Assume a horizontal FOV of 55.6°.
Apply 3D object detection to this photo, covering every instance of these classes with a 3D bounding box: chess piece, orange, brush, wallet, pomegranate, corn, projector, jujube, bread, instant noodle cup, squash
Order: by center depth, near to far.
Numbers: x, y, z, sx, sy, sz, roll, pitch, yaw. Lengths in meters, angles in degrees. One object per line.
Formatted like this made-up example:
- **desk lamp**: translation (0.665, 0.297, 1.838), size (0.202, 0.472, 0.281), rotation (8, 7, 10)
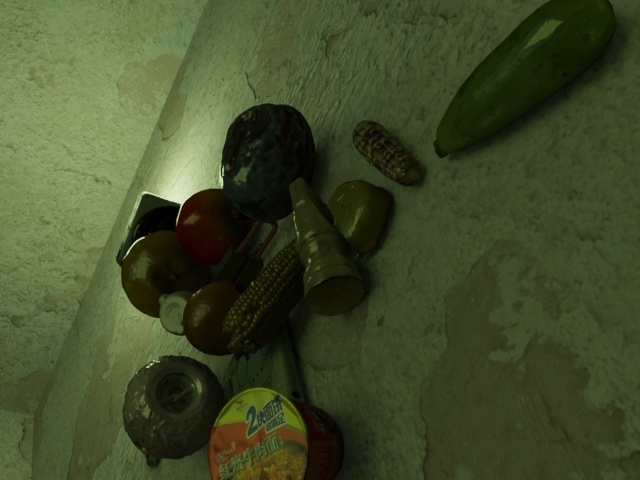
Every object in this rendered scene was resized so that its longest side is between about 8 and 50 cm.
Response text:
- **squash**: translation (0.296, -0.250, 0.973), size (0.370, 0.118, 0.119), rotation (-38, 42, 46)
- **instant noodle cup**: translation (-0.067, 0.377, 1.089), size (0.213, 0.174, 0.213), rotation (-10, 69, 28)
- **corn**: translation (0.136, -0.179, 1.241), size (0.080, 0.079, 0.237), rotation (-60, 34, 17)
- **bread**: translation (0.085, -0.060, 1.243), size (0.125, 0.086, 0.156), rotation (-49, 38, 22)
- **chess piece**: translation (0.000, 0.000, 1.270), size (0.137, 0.137, 0.301), rotation (-47, 43, 35)
- **corn**: translation (-0.101, 0.119, 1.359), size (0.322, 0.119, 0.119), rotation (-49, 28, -10)
- **wallet**: translation (-0.125, 0.331, 1.364), size (0.223, 0.077, 0.310), rotation (-52, 32, 23)
- **orange**: translation (-0.250, 0.194, 1.537), size (0.206, 0.206, 0.206), rotation (-36, 44, 45)
- **jujube**: translation (-0.130, -0.206, 1.548), size (0.246, 0.215, 0.308), rotation (0, 64, 37)
- **brush**: translation (-0.189, 0.028, 1.630), size (0.233, 0.103, 0.047), rotation (-55, 29, 23)
- **pomegranate**: translation (-0.290, -0.046, 1.744), size (0.256, 0.221, 0.221), rotation (-18, 53, 23)
- **orange**: translation (-0.475, 0.105, 1.878), size (0.235, 0.279, 0.279), rotation (-13, 62, 56)
- **projector**: translation (-0.515, -0.003, 2.026), size (0.079, 0.259, 0.257), rotation (22, 92, 59)

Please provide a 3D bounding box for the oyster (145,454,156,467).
- **oyster**: translation (-0.529, 0.618, 1.886), size (0.165, 0.053, 0.109), rotation (42, 137, 51)

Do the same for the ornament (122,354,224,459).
- **ornament**: translation (-0.376, 0.424, 1.551), size (0.225, 0.259, 0.260), rotation (114, 157, -50)

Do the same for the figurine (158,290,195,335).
- **figurine**: translation (-0.350, 0.214, 1.753), size (0.155, 0.235, 0.127), rotation (28, 95, 20)
